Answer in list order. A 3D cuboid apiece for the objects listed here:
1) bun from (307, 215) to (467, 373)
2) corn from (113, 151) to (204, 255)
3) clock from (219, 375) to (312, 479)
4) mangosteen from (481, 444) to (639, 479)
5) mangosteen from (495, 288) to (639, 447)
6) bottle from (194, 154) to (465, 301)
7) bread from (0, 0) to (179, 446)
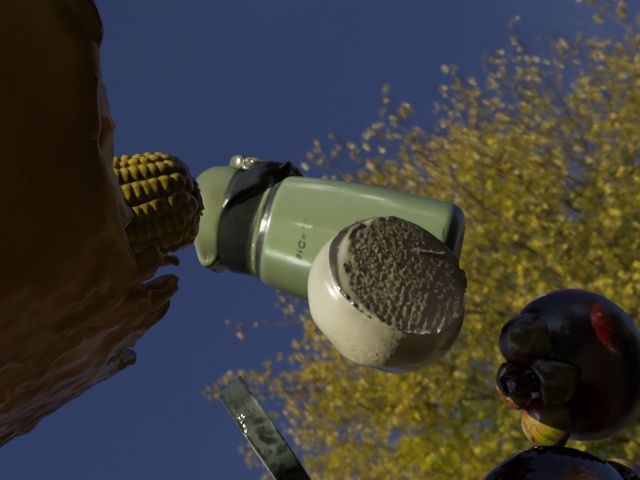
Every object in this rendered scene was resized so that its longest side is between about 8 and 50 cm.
[{"bbox_3d":[0.063,0.069,1.186,0.173,0.173,0.120,0,-37,-29],"label":"bun"},{"bbox_3d":[-0.194,-0.009,0.758,0.231,0.080,0.080,-10,-62,-13],"label":"corn"},{"bbox_3d":[-0.076,0.309,1.676,0.049,0.226,0.226,-35,-55,-9],"label":"clock"},{"bbox_3d":[0.264,0.307,1.117,0.250,0.211,0.211,4,-68,-22],"label":"mangosteen"},{"bbox_3d":[0.282,0.150,1.280,0.200,0.200,0.200,-12,-61,-23],"label":"mangosteen"},{"bbox_3d":[0.000,-0.002,1.390,0.347,0.168,0.168,15,-69,10],"label":"bottle"},{"bbox_3d":[-0.256,0.032,0.475,0.394,0.250,0.361,-38,-9,-24],"label":"bread"}]
